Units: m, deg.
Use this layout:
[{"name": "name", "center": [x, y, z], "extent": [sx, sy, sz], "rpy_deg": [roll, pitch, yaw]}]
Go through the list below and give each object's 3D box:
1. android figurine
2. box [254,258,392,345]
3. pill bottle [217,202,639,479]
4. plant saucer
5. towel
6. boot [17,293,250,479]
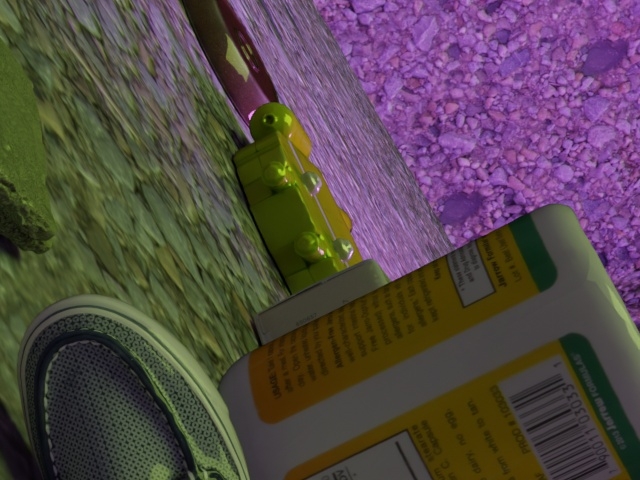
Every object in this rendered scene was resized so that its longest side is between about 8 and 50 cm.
[{"name": "android figurine", "center": [0.000, 0.000, 1.275], "extent": [0.248, 0.056, 0.273], "rpy_deg": [65, 6, 16]}, {"name": "box", "center": [0.056, 0.124, 1.066], "extent": [0.275, 0.094, 0.113], "rpy_deg": [52, 14, -58]}, {"name": "pill bottle", "center": [0.031, 0.080, 0.606], "extent": [0.118, 0.208, 0.117], "rpy_deg": [61, 8, -15]}, {"name": "plant saucer", "center": [-0.080, -0.174, 1.427], "extent": [0.168, 0.029, 0.168], "rpy_deg": [62, 8, -15]}, {"name": "towel", "center": [-0.150, -0.067, 0.589], "extent": [0.148, 0.027, 0.110], "rpy_deg": [56, 11, -49]}, {"name": "boot", "center": [-0.049, 0.109, 0.492], "extent": [0.190, 0.069, 0.086], "rpy_deg": [64, 5, -5]}]
